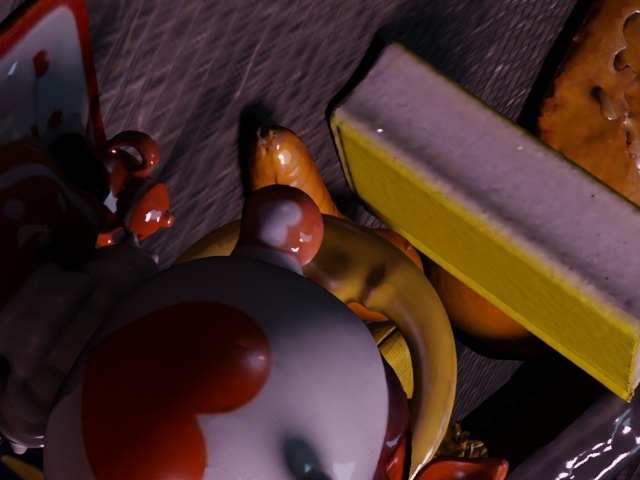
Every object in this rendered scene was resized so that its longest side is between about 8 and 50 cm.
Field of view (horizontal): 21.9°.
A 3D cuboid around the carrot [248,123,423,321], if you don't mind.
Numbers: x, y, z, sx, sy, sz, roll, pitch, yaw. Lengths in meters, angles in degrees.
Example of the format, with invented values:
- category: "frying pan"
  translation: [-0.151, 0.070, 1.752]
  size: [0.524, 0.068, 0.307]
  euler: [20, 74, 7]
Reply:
- category: "carrot"
  translation: [0.000, 0.000, 0.924]
  size: [0.271, 0.066, 0.062]
  euler: [35, 57, -63]

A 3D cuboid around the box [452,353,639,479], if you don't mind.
- category: "box"
  translation: [0.118, 0.199, 1.281]
  size: [0.359, 0.091, 0.350]
  euler: [-41, 177, 4]

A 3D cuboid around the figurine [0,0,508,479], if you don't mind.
- category: "figurine"
  translation: [-0.048, 0.055, 0.582]
  size: [0.183, 0.226, 0.160]
  euler: [-51, 160, -28]

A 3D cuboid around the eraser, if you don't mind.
- category: "eraser"
  translation: [0.111, -0.009, 0.954]
  size: [0.069, 0.226, 0.158]
  euler: [-50, 163, -8]

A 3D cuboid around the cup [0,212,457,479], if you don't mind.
- category: "cup"
  translation: [-0.036, 0.135, 0.696]
  size: [0.178, 0.256, 0.255]
  euler: [-29, 143, -60]

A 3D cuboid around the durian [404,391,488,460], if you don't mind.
- category: "durian"
  translation: [-0.009, 0.199, 0.938]
  size: [0.293, 0.258, 0.258]
  euler: [-66, 172, -48]

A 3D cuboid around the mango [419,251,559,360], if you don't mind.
- category: "mango"
  translation: [0.143, 0.034, 1.243]
  size: [0.113, 0.138, 0.253]
  euler: [-59, 164, -16]

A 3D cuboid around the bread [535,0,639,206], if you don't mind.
- category: "bread"
  translation: [0.338, -0.086, 1.363]
  size: [0.358, 0.337, 0.204]
  euler: [-56, -174, -9]

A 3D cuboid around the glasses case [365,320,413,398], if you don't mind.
- category: "glasses case"
  translation: [0.016, 0.148, 1.186]
  size: [0.079, 0.064, 0.234]
  euler: [-41, 157, -43]
